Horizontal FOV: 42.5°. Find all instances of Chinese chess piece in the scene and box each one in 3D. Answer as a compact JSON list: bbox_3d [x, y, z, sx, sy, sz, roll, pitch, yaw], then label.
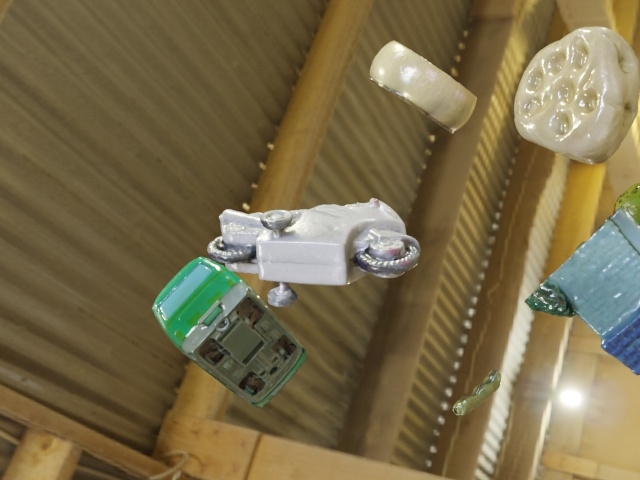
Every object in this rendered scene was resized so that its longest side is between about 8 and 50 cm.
[{"bbox_3d":[0.245,-0.368,1.983,0.112,0.270,0.270,-56,-32,12],"label":"Chinese chess piece"}]

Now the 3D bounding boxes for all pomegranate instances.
[{"bbox_3d":[0.868,-0.081,2.100,0.248,0.214,0.214,-51,-46,-29],"label":"pomegranate"}]

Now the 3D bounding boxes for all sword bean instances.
[{"bbox_3d":[0.366,0.349,1.892,0.269,0.043,0.038,-15,-70,-59],"label":"sword bean"}]

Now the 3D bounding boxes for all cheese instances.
[{"bbox_3d":[0.424,-0.236,1.341,0.117,0.235,0.218,10,-51,-31],"label":"cheese"}]

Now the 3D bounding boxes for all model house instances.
[{"bbox_3d":[0.619,0.124,1.600,0.252,0.329,0.295,-52,-16,15],"label":"model house"}]

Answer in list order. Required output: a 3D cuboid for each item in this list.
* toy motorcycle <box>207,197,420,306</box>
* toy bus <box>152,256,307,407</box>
[{"bbox_3d":[0.000,0.000,1.016,0.171,0.260,0.110,-51,-39,-63],"label":"toy motorcycle"},{"bbox_3d":[-0.192,0.187,1.710,0.183,0.199,0.343,-47,-35,-10],"label":"toy bus"}]
